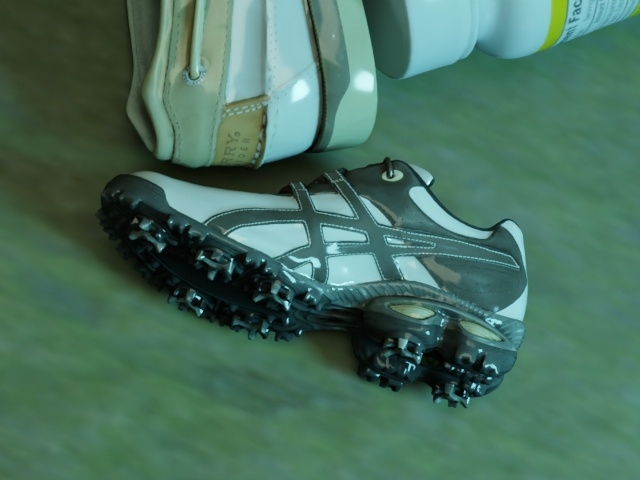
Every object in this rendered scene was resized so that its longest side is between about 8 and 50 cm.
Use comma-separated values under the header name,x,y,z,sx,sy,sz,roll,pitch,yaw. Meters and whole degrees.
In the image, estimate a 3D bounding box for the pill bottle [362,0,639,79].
name,x,y,z,sx,sy,sz,roll,pitch,yaw
pill bottle,0.112,-0.155,0.827,0.208,0.119,0.119,-21,78,-13

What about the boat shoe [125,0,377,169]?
name,x,y,z,sx,sy,sz,roll,pitch,yaw
boat shoe,-0.063,-0.179,0.813,0.103,0.113,0.302,-12,77,-17

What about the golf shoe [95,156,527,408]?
name,x,y,z,sx,sy,sz,roll,pitch,yaw
golf shoe,0.000,0.000,0.795,0.198,0.077,0.094,23,66,-11
